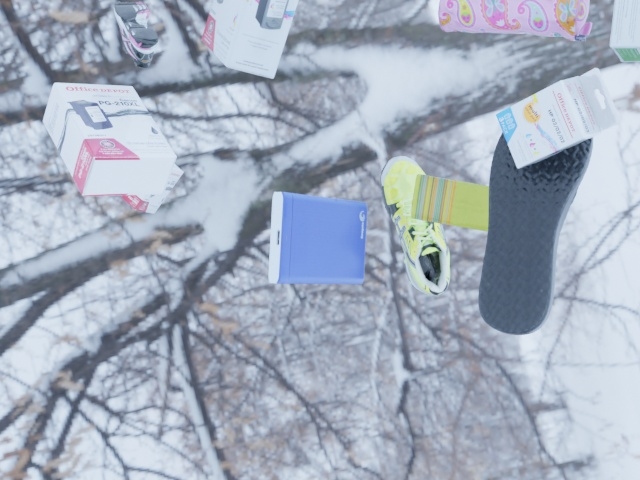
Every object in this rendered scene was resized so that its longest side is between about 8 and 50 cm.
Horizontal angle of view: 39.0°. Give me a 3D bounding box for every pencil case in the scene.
[{"bbox_3d":[0.370,-0.444,1.720,0.124,0.284,0.124,10,-90,-69],"label":"pencil case"}]

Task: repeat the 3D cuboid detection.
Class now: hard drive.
[{"bbox_3d":[0.000,0.000,2.187,0.318,0.040,0.210,4,-91,-51],"label":"hard drive"}]

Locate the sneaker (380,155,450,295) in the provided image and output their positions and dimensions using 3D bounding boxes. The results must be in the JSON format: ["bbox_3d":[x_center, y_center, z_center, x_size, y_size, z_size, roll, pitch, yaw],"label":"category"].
[{"bbox_3d":[0.266,-0.037,2.345,0.147,0.145,0.385,-134,23,-76],"label":"sneaker"}]

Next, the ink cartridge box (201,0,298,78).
[{"bbox_3d":[-0.149,-0.557,2.069,0.226,0.131,0.306,52,128,55],"label":"ink cartridge box"}]

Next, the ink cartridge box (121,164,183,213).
[{"bbox_3d":[-0.414,-0.139,2.235,0.056,0.135,0.099,39,-171,16],"label":"ink cartridge box"}]

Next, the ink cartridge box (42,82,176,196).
[{"bbox_3d":[-0.410,-0.198,1.746,0.237,0.172,0.100,54,133,34],"label":"ink cartridge box"}]

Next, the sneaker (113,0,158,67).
[{"bbox_3d":[-0.375,-0.410,1.804,0.178,0.072,0.077,-112,30,-41],"label":"sneaker"}]

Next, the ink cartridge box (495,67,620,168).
[{"bbox_3d":[0.394,-0.203,1.511,0.061,0.181,0.104,-19,-95,-42],"label":"ink cartridge box"}]

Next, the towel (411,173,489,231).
[{"bbox_3d":[0.316,-0.076,1.951,0.021,0.237,0.102,-47,-34,-68],"label":"towel"}]

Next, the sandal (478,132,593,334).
[{"bbox_3d":[0.381,-0.049,1.650,0.107,0.167,0.446,21,-97,-70],"label":"sandal"}]

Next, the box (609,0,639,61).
[{"bbox_3d":[0.556,-0.367,1.556,0.101,0.087,0.102,11,-95,-60],"label":"box"}]
